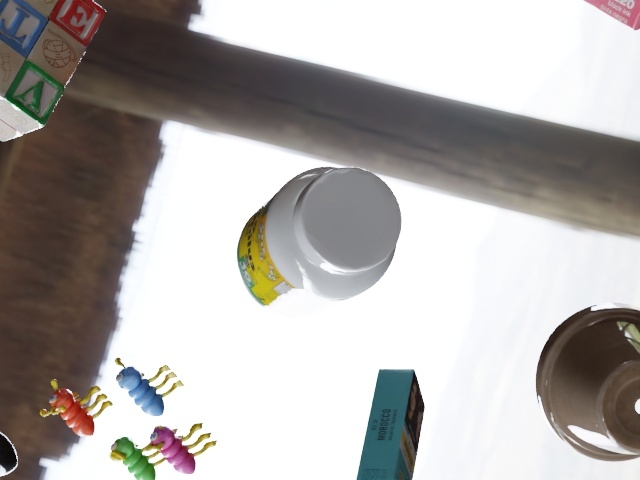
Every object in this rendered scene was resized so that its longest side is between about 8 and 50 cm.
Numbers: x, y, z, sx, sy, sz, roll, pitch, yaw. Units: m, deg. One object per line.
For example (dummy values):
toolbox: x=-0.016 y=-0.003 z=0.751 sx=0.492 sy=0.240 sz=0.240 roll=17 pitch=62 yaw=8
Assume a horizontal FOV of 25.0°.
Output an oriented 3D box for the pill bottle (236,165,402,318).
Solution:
pill bottle: x=0.000 y=0.000 z=1.273 sx=0.208 sy=0.118 sz=0.117 roll=146 pitch=140 yaw=-73

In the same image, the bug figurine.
bug figurine: x=-0.278 y=0.268 z=2.106 sx=0.279 sy=0.216 sz=0.072 roll=-22 pitch=25 yaw=48

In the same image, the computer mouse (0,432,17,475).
computer mouse: x=-0.450 y=0.201 z=1.640 sx=0.071 sy=0.242 sz=0.041 roll=-28 pitch=37 yaw=48

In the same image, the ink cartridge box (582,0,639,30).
ink cartridge box: x=0.324 y=-0.311 z=1.286 sx=0.159 sy=0.092 sz=0.218 roll=-23 pitch=-39 yaw=-46

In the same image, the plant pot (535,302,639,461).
plant pot: x=0.494 y=0.242 z=2.324 sx=0.229 sy=0.263 sz=0.263 roll=-124 pitch=47 yaw=-85

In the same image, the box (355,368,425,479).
box: x=0.107 y=0.318 z=2.192 sx=0.100 sy=0.060 sz=0.244 roll=72 pitch=-156 yaw=-43

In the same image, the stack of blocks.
stack of blocks: x=-0.346 y=-0.205 z=1.202 sx=0.087 sy=0.297 sz=0.171 roll=-9 pitch=51 yaw=53
